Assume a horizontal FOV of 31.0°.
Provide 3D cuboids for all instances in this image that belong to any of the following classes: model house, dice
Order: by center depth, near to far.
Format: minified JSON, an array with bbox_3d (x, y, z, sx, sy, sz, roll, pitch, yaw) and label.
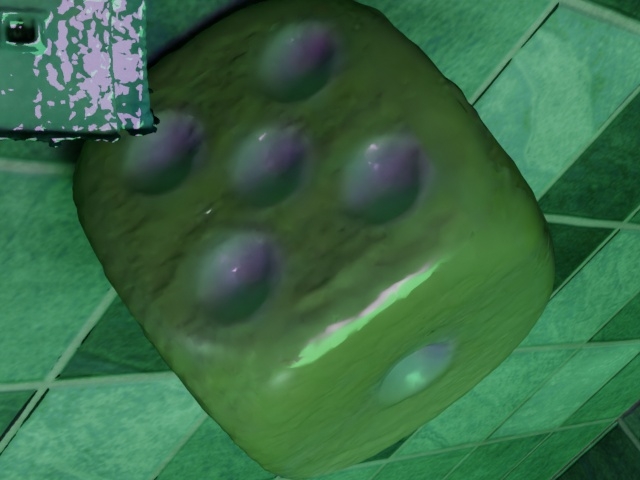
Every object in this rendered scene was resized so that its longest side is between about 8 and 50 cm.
[{"bbox_3d":[-0.152,-0.136,0.613,0.148,0.119,0.149,2,115,-16],"label":"model house"},{"bbox_3d":[0.000,0.000,0.815,0.254,0.250,0.252,-35,153,-1],"label":"dice"}]
